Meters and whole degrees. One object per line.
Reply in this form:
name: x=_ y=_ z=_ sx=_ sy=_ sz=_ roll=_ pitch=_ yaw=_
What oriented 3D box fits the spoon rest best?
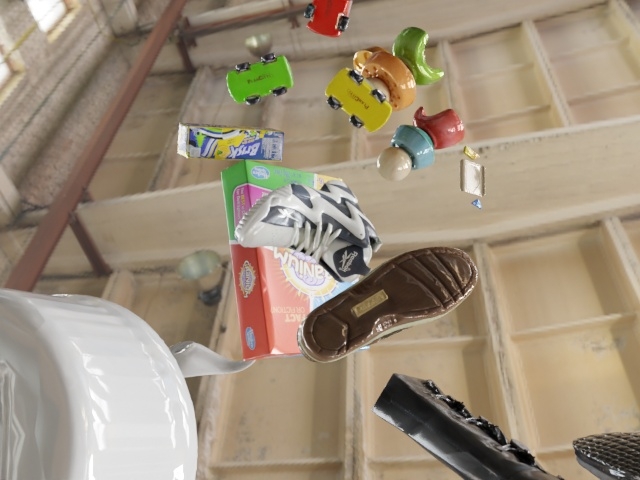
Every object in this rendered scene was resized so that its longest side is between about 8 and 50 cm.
spoon rest: x=-0.260 y=0.275 z=1.696 sx=0.276 sy=0.084 sz=0.137 roll=-14 pitch=-165 yaw=16

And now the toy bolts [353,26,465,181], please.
toy bolts: x=0.113 y=-0.217 z=1.245 sx=0.158 sy=0.228 sz=0.218 roll=-42 pitch=-153 yaw=-21

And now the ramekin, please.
ramekin: x=-0.249 y=0.166 z=0.563 sx=0.277 sy=0.135 sz=0.277 roll=-5 pitch=-106 yaw=16

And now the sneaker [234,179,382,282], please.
sneaker: x=0.000 y=0.000 z=1.036 sx=0.153 sy=0.094 sz=0.235 roll=47 pitch=-149 yaw=20

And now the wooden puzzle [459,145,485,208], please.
wooden puzzle: x=0.308 y=-0.127 z=1.478 sx=0.014 sy=0.079 sz=0.116 roll=-10 pitch=-112 yaw=50

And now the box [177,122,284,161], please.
box: x=-0.150 y=-0.164 z=1.220 sx=0.169 sy=0.054 sz=0.059 roll=0 pitch=-166 yaw=-28

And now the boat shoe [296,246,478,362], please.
boat shoe: x=0.081 y=0.082 z=0.946 sx=0.257 sy=0.095 sz=0.095 roll=-20 pitch=-103 yaw=-19

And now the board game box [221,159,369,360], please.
board game box: x=-0.040 y=0.037 z=1.231 sx=0.064 sy=0.316 sz=0.242 roll=-20 pitch=163 yaw=41

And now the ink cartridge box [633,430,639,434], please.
ink cartridge box: x=0.627 y=0.418 z=1.398 sx=0.135 sy=0.056 sz=0.099 roll=-8 pitch=-102 yaw=-15

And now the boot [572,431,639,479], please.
boot: x=0.446 y=0.389 z=0.917 sx=0.118 sy=0.222 sz=0.338 roll=-8 pitch=-172 yaw=-16

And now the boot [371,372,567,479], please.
boot: x=0.342 y=0.434 z=1.343 sx=0.445 sy=0.367 sz=0.146 roll=25 pitch=-105 yaw=48

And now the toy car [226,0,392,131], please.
toy car: x=-0.026 y=-0.255 z=1.051 sx=0.225 sy=0.239 sz=0.053 roll=-14 pitch=-164 yaw=16
